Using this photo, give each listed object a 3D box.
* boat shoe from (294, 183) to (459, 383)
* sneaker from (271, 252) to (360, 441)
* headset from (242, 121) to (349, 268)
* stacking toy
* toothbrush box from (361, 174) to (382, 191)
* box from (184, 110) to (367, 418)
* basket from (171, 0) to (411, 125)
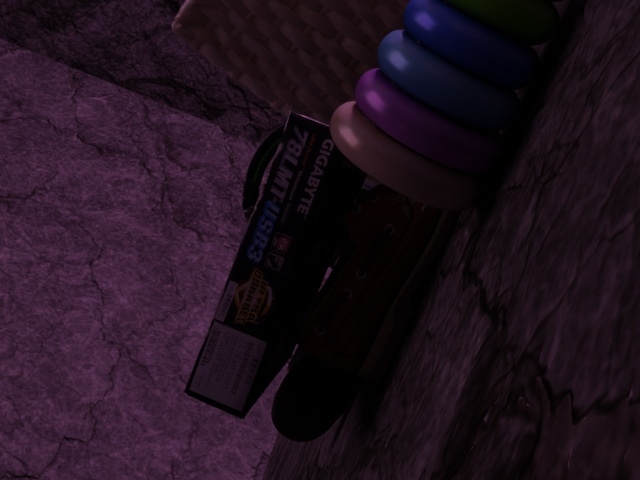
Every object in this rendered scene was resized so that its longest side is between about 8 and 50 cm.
[{"bbox_3d":[0.067,-0.010,0.820,0.111,0.105,0.307,-69,1,-87],"label":"boat shoe"},{"bbox_3d":[0.025,0.121,1.049,0.145,0.090,0.270,-53,-14,-74],"label":"sneaker"},{"bbox_3d":[0.000,0.000,1.237,0.185,0.244,0.393,15,-106,-83],"label":"headset"},{"bbox_3d":[0.140,-0.191,0.624,0.330,0.141,0.141,-61,3,21],"label":"stacking toy"},{"bbox_3d":[0.146,-0.237,1.582,0.283,0.122,0.206,109,-178,-64],"label":"toothbrush box"},{"bbox_3d":[-0.033,0.018,0.904,0.295,0.073,0.293,-17,-50,-83],"label":"box"},{"bbox_3d":[0.039,-0.338,1.032,0.328,0.331,0.266,-40,22,40],"label":"basket"}]
